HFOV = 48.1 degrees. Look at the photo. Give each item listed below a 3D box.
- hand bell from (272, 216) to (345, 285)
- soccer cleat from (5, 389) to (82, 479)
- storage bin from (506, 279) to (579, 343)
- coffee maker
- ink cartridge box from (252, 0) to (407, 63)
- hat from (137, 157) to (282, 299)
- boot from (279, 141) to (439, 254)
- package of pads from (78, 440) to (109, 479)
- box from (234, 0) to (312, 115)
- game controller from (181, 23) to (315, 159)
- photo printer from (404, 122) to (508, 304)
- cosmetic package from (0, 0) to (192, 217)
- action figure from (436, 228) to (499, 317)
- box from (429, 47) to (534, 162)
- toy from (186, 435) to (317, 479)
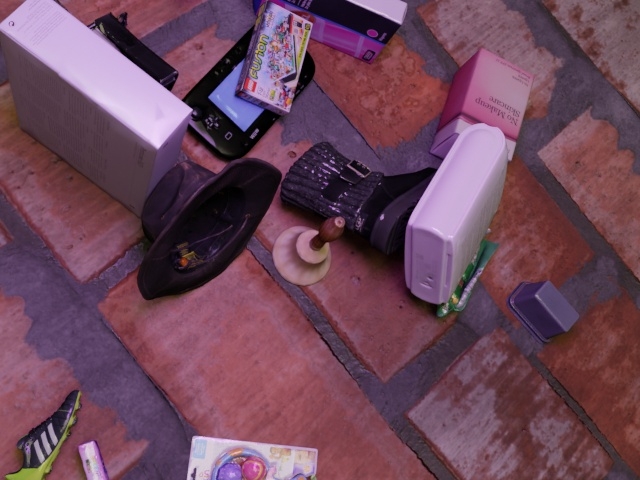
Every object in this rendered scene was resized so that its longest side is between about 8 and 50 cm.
[{"bbox_3d":[0.000,0.000,1.350,0.126,0.242,0.126,5,73,-18],"label":"hand bell"},{"bbox_3d":[-0.463,0.330,1.206,0.072,0.060,0.179,26,72,-8],"label":"soccer cleat"},{"bbox_3d":[0.492,0.145,1.555,0.098,0.091,0.135,-41,91,-23],"label":"storage bin"},{"bbox_3d":[-0.367,-0.346,1.390,0.178,0.120,0.171,41,66,-5],"label":"coffee maker"},{"bbox_3d":[-0.018,-0.508,1.519,0.370,0.176,0.069,22,70,-11],"label":"ink cartridge box"},{"bbox_3d":[-0.223,-0.050,1.268,0.331,0.331,0.134,-36,70,-23],"label":"hat"},{"bbox_3d":[0.106,-0.113,1.479,0.260,0.131,0.348,28,29,24],"label":"boot"},{"bbox_3d":[-0.385,0.383,1.220,0.032,0.050,0.083,-18,82,-16],"label":"package of pads"},{"bbox_3d":[-0.094,-0.373,1.471,0.114,0.036,0.207,20,76,-26],"label":"box"},{"bbox_3d":[-0.146,-0.314,1.484,0.166,0.067,0.319,39,68,-5],"label":"game controller"},{"bbox_3d":[0.273,-0.061,1.410,0.107,0.256,0.308,23,61,21],"label":"photo printer"},{"bbox_3d":[-0.377,-0.203,1.207,0.284,0.377,0.097,40,68,-5],"label":"cosmetic package"},{"bbox_3d":[0.294,0.065,1.526,0.137,0.063,0.232,25,65,1],"label":"action figure"},{"bbox_3d":[0.363,-0.283,1.610,0.148,0.127,0.232,24,69,-11],"label":"box"},{"bbox_3d":[-0.119,0.434,1.292,0.237,0.056,0.137,11,71,-15],"label":"toy"}]
